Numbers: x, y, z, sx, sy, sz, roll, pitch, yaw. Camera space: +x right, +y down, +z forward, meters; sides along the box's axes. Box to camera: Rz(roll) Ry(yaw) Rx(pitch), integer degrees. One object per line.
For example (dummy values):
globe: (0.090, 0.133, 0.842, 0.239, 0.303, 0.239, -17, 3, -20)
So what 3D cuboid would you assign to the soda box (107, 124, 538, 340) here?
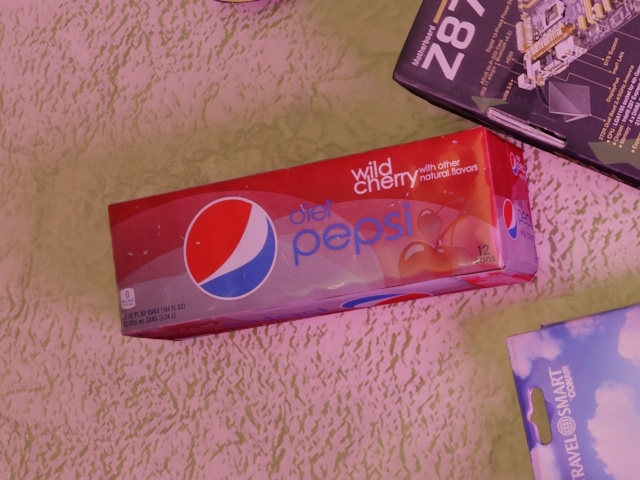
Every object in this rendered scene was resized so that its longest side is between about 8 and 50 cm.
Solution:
soda box: (0.000, 0.000, 1.076, 0.263, 0.083, 0.092, -10, 80, 21)

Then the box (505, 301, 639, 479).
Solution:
box: (0.208, 0.087, 0.997, 0.178, 0.042, 0.109, -15, 76, 21)

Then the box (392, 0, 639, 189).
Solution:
box: (0.261, -0.211, 0.987, 0.318, 0.097, 0.395, 24, 93, 22)

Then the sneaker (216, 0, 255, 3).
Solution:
sneaker: (-0.001, -0.288, 1.094, 0.111, 0.121, 0.300, 41, 99, 23)
